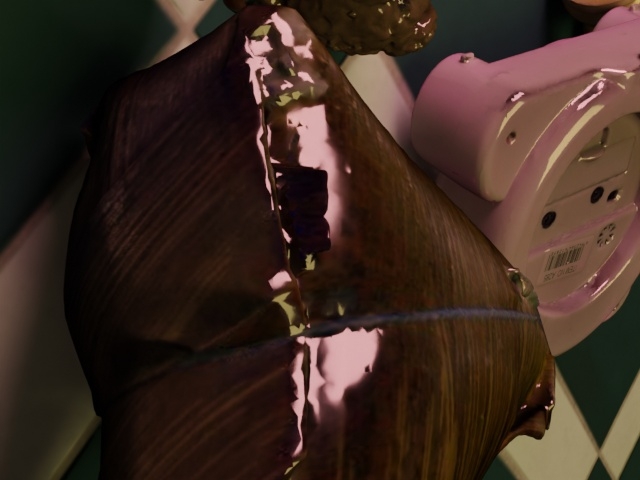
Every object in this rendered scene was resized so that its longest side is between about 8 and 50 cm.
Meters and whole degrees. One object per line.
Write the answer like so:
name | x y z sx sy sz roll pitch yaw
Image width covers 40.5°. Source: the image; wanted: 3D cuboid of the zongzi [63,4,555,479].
zongzi | 0.033 0.150 0.488 0.403 0.207 0.433 34 42 -49

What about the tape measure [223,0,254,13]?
tape measure | -0.103 -0.247 0.381 0.243 0.125 0.246 -4 110 -55

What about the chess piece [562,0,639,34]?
chess piece | 0.303 -0.235 0.889 0.170 0.094 0.094 35 77 -57

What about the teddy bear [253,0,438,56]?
teddy bear | 0.031 -0.215 0.556 0.177 0.140 0.190 13 108 -9

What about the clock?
clock | 0.214 -0.033 0.803 0.295 0.113 0.322 -22 130 -29
